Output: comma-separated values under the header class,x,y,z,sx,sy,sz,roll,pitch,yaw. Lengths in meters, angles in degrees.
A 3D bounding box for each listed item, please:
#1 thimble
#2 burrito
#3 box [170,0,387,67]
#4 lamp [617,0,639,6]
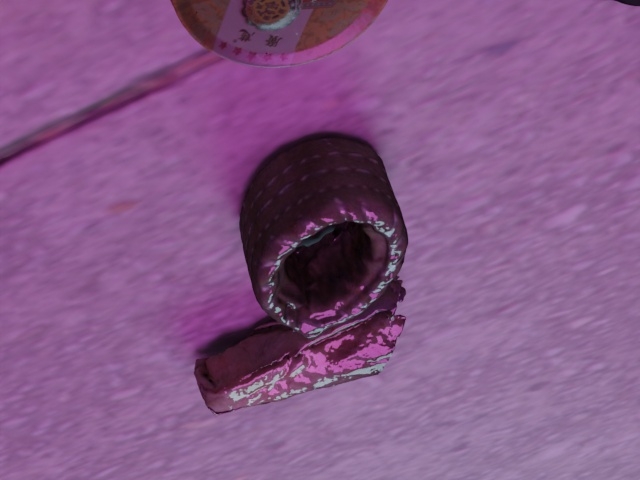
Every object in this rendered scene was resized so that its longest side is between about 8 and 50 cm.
class,x,y,z,sx,sy,sz,roll,pitch,yaw
thimble,0.000,0.000,0.678,0.084,0.062,0.110,0,137,-17
burrito,-0.009,0.070,0.769,0.149,0.041,0.055,-22,125,9
box,-0.018,-0.128,0.551,0.105,0.037,0.105,-7,139,-6
lamp,0.072,-0.144,0.428,0.313,0.182,0.182,-26,138,-2
